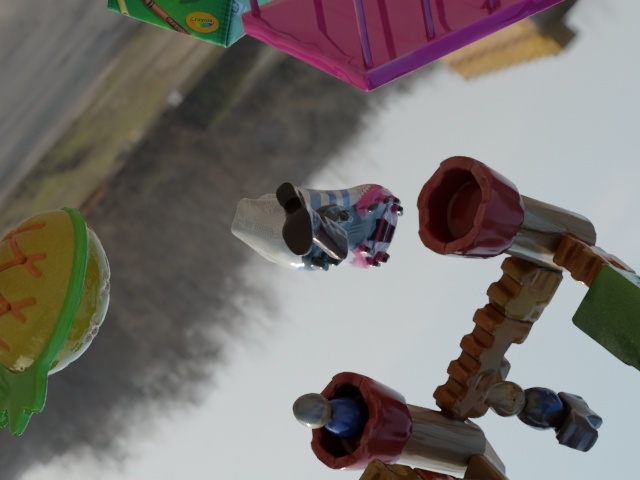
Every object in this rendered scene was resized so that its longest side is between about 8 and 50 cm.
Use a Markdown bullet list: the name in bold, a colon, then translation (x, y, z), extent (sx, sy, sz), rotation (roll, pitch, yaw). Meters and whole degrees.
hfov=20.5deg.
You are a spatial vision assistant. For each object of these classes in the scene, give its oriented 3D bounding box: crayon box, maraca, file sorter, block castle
- **crayon box**: translation (-0.131, -0.340, 2.230), extent (0.278, 0.165, 0.081), rotation (-47, 153, -58)
- **maraca**: translation (-0.226, 0.062, 1.407), extent (0.127, 0.099, 0.186), rotation (3, -103, 63)
- **file sorter**: translation (0.087, -0.291, 1.562), extent (0.290, 0.182, 0.202), rotation (-27, -146, -24)
- **block castle**: translation (0.184, 0.158, 1.372), extent (0.453, 0.212, 0.303), rotation (43, -69, 48)

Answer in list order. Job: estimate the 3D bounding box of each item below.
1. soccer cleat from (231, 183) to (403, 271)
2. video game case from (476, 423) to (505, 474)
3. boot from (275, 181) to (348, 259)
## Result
- **soccer cleat**: translation (-0.001, -0.029, 2.250), extent (0.331, 0.143, 0.116), rotation (-5, 112, -69)
- **video game case**: translation (0.222, 0.339, 2.364), extent (0.019, 0.143, 0.157), rotation (-5, -164, -8)
- **boot**: translation (0.000, 0.000, 1.925), extent (0.037, 0.114, 0.106), rotation (-28, -133, 17)
